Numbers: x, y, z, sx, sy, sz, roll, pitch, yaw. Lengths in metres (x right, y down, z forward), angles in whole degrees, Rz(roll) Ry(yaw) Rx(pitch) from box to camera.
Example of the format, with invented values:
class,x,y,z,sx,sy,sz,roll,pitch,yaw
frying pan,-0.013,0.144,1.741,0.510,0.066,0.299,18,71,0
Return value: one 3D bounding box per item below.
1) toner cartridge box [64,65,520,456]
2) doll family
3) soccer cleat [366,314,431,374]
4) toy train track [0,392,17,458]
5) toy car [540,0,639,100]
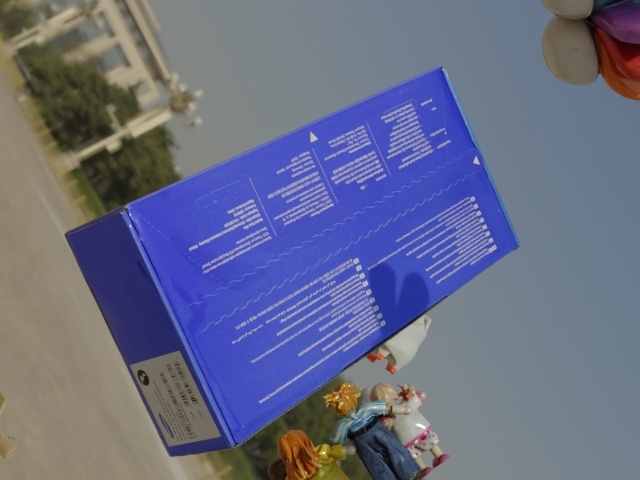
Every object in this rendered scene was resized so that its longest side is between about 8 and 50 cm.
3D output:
class,x,y,z,sx,sy,sz,roll,pitch,yaw
toner cartridge box,0.000,0.000,0.818,0.075,0.348,0.165,-17,-81,45
doll family,0.041,0.277,1.472,0.163,0.263,0.118,53,-9,9
soccer cleat,0.054,0.057,1.075,0.068,0.076,0.196,28,-16,33
toy train track,-0.207,0.101,0.678,0.083,0.048,0.014,37,14,27
toy car,0.286,-0.206,1.013,0.136,0.159,0.182,-111,-178,-47
